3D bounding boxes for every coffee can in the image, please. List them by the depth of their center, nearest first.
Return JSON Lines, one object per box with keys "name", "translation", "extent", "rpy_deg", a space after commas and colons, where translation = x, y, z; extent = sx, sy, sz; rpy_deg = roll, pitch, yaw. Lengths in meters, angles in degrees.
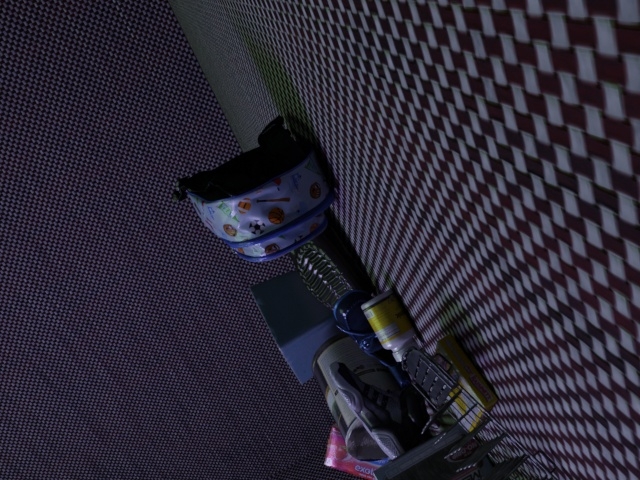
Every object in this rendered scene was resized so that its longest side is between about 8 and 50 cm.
{"name": "coffee can", "translation": [0.113, 0.398, 1.533], "extent": [0.202, 0.201, 0.275], "rpy_deg": [66, 175, -37]}

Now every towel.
{"name": "towel", "translation": [0.184, 0.313, 1.442], "extent": [0.119, 0.029, 0.067], "rpy_deg": [57, 173, 42]}

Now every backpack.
{"name": "backpack", "translation": [-0.105, -0.081, 1.093], "extent": [0.213, 0.276, 0.263], "rpy_deg": [58, 169, -17]}

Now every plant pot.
{"name": "plant pot", "translation": [-0.027, 0.227, 1.760], "extent": [0.247, 0.252, 0.248], "rpy_deg": [56, 171, 38]}

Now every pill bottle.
{"name": "pill bottle", "translation": [0.125, 0.150, 1.027], "extent": [0.116, 0.065, 0.065], "rpy_deg": [61, 174, 7]}

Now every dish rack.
{"name": "dish rack", "translation": [0.190, 0.254, 0.737], "extent": [0.271, 0.074, 0.208], "rpy_deg": [45, 166, 21]}

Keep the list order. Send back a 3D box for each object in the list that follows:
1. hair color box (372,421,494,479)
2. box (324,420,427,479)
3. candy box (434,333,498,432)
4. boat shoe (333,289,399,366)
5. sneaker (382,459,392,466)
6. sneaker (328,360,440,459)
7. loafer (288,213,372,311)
{"name": "hair color box", "translation": [0.214, 0.469, 1.141], "extent": [0.114, 0.185, 0.374], "rpy_deg": [60, 173, 25]}
{"name": "box", "translation": [0.153, 0.569, 1.603], "extent": [0.128, 0.256, 0.123], "rpy_deg": [-27, -50, -73]}
{"name": "candy box", "translation": [0.202, 0.213, 0.845], "extent": [0.105, 0.027, 0.206], "rpy_deg": [59, 173, 27]}
{"name": "boat shoe", "translation": [0.116, 0.183, 1.214], "extent": [0.089, 0.109, 0.258], "rpy_deg": [47, -178, 40]}
{"name": "sneaker", "translation": [0.190, 0.673, 1.503], "extent": [0.118, 0.110, 0.292], "rpy_deg": [26, 126, 26]}
{"name": "sneaker", "translation": [0.144, 0.352, 1.320], "extent": [0.269, 0.153, 0.101], "rpy_deg": [48, 169, 25]}
{"name": "loafer", "translation": [0.000, 0.000, 1.291], "extent": [0.366, 0.130, 0.134], "rpy_deg": [52, 139, 8]}
